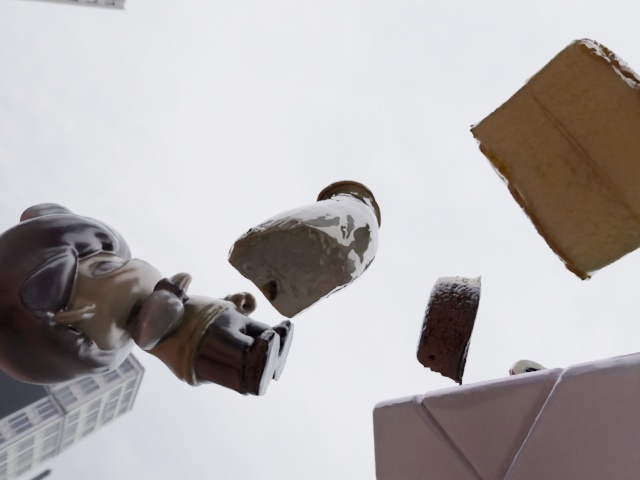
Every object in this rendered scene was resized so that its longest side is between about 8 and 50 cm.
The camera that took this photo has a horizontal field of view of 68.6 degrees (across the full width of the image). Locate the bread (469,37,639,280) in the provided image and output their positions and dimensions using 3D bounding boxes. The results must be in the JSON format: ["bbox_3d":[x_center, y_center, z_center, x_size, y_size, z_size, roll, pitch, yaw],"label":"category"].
[{"bbox_3d":[0.397,-0.122,0.683,0.207,0.279,0.279,-41,-108,35],"label":"bread"}]

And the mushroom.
[{"bbox_3d":[0.008,0.000,0.480,0.108,0.247,0.096,-7,-75,24],"label":"mushroom"}]

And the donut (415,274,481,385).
[{"bbox_3d":[0.228,0.129,0.822,0.085,0.217,0.141,12,-67,18],"label":"donut"}]

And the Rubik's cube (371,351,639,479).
[{"bbox_3d":[0.258,0.282,0.376,0.319,0.315,0.322,-39,-133,52],"label":"Rubik's cube"}]

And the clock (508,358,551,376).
[{"bbox_3d":[0.369,0.342,0.828,0.100,0.194,0.196,9,-66,0],"label":"clock"}]

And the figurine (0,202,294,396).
[{"bbox_3d":[-0.221,0.068,0.544,0.364,0.218,0.206,1,-75,12],"label":"figurine"}]
